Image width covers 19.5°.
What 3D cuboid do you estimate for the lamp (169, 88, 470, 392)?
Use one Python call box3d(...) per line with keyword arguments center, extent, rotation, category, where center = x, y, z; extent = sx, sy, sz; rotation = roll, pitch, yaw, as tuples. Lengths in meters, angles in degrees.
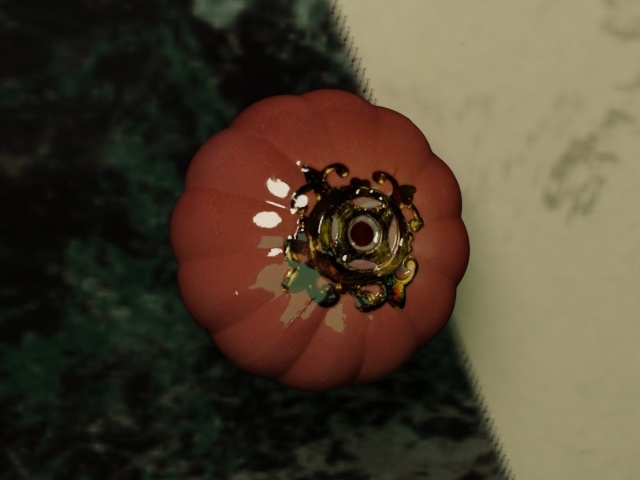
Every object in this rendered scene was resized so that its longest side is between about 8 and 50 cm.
box3d(center=(0.000, 0.000, 0.655), extent=(0.107, 0.092, 0.107), rotation=(1, 86, -20), category="lamp")
